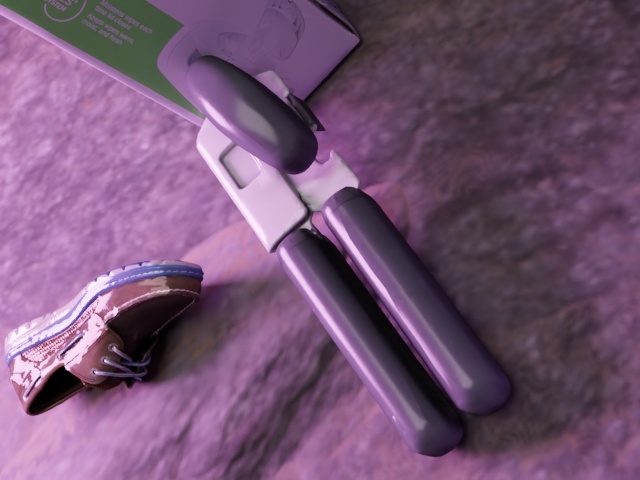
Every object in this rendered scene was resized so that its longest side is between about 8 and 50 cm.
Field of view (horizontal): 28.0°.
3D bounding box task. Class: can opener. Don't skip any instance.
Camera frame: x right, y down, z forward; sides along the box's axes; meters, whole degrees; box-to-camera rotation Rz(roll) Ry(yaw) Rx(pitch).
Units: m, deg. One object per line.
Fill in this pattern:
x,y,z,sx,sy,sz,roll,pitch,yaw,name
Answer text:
0.000,0.000,0.772,0.076,0.095,0.283,-43,61,13,can opener

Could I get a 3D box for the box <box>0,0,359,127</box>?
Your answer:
-0.129,-0.214,0.861,0.127,0.262,0.231,-43,55,15,box

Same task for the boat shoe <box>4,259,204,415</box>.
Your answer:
-0.146,0.071,0.893,0.183,0.066,0.066,-30,62,34,boat shoe
